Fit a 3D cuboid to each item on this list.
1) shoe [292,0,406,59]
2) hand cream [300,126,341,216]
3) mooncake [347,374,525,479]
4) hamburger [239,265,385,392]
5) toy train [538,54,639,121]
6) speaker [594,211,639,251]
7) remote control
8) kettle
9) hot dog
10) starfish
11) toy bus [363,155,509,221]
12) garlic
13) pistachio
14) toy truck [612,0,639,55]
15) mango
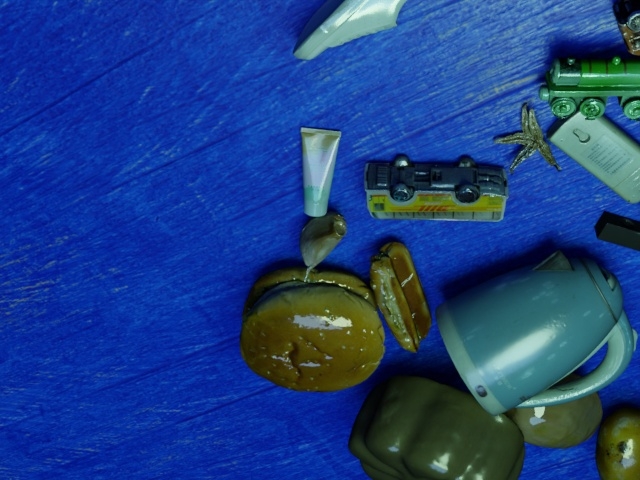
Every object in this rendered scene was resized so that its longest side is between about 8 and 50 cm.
[{"bbox_3d":[0.073,-0.373,1.599,0.110,0.095,0.265,37,120,-22],"label":"shoe"},{"bbox_3d":[-0.006,-0.132,1.829,0.076,0.047,0.174,6,119,2],"label":"hand cream"},{"bbox_3d":[0.245,0.464,2.078,0.378,0.201,0.378,22,151,13],"label":"mooncake"},{"bbox_3d":[-0.013,0.193,2.002,0.314,0.170,0.290,6,134,-1],"label":"hamburger"},{"bbox_3d":[0.503,-0.270,1.636,0.251,0.085,0.119,0,142,2],"label":"toy train"},{"bbox_3d":[0.632,-0.003,1.868,0.191,0.040,0.046,15,128,-7],"label":"speaker"},{"bbox_3d":[0.528,-0.159,1.759,0.233,0.038,0.098,33,123,-18],"label":"remote control"},{"bbox_3d":[0.453,0.189,1.911,0.342,0.247,0.319,-30,111,14],"label":"kettle"},{"bbox_3d":[0.164,0.122,1.966,0.072,0.115,0.269,4,129,32],"label":"hot dog"},{"bbox_3d":[0.390,-0.171,1.752,0.130,0.041,0.133,39,132,7],"label":"starfish"},{"bbox_3d":[0.216,-0.092,1.811,0.268,0.092,0.106,1,138,4],"label":"toy bus"},{"bbox_3d":[-0.006,-0.005,1.894,0.066,0.084,0.152,30,121,-26],"label":"garlic"},{"bbox_3d":[0.512,0.366,2.095,0.260,0.163,0.213,16,134,-27],"label":"pistachio"},{"bbox_3d":[0.581,-0.370,1.561,0.192,0.083,0.092,-16,129,16],"label":"toy truck"},{"bbox_3d":[0.698,0.491,2.163,0.146,0.193,0.316,12,151,25],"label":"mango"}]
